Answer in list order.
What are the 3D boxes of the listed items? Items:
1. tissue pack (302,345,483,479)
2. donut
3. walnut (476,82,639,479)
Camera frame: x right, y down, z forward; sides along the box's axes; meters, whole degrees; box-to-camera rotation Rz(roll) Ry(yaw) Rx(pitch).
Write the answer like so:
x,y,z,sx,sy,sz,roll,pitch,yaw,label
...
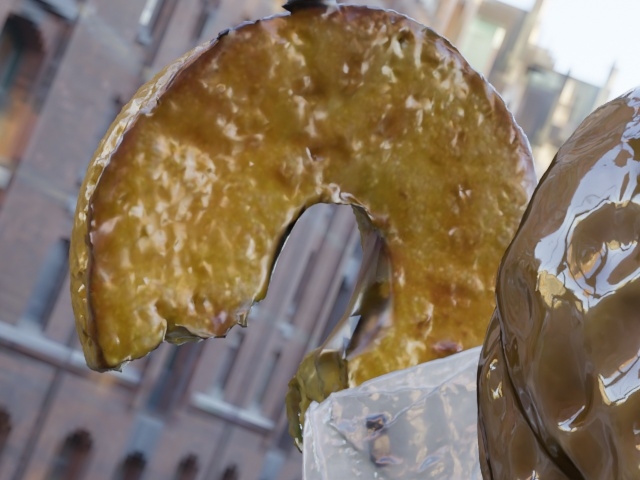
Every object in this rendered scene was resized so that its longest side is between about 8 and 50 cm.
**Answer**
x,y,z,sx,sy,sz,roll,pitch,yaw,label
0.131,0.287,1.335,0.194,0.266,0.356,-17,-43,13,tissue pack
0.000,0.000,1.552,0.435,0.377,0.163,32,-9,-24,donut
0.234,0.100,0.795,0.308,0.354,0.398,-12,43,-20,walnut
